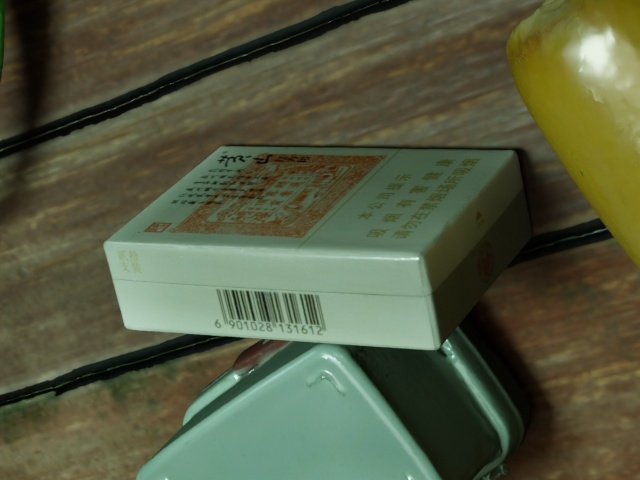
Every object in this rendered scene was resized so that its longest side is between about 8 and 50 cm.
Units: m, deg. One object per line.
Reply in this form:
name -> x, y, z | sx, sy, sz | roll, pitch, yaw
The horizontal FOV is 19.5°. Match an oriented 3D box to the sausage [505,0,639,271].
sausage -> 0.233, 0.009, 0.934 | 0.134, 0.116, 0.354 | -36, 95, 24

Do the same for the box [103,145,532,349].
box -> 0.000, 0.000, 1.041 | 0.201, 0.141, 0.058 | 2, 117, 31

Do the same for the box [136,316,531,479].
box -> 0.006, 0.121, 1.097 | 0.210, 0.129, 0.148 | -37, 92, 35

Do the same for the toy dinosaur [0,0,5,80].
toy dinosaur -> -0.304, -0.271, 1.096 | 0.374, 0.144, 0.500 | 35, 119, 17
